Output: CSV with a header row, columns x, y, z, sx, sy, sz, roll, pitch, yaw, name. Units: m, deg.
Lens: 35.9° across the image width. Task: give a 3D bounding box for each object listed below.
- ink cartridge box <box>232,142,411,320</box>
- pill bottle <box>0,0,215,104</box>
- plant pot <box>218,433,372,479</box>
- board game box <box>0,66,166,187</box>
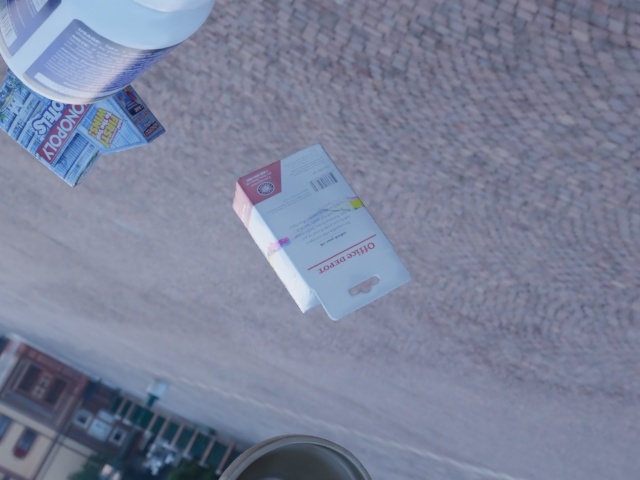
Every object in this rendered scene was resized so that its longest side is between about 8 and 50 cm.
x,y,z,sx,sy,sz,roll,pitch,yaw,name
0.000,0.000,1.117,0.198,0.115,0.067,56,157,18,ink cartridge box
-0.183,-0.226,0.875,0.153,0.153,0.265,33,155,-24,pill bottle
-0.049,0.361,1.256,0.237,0.237,0.110,33,163,-22,plant pot
-0.304,-0.158,1.240,0.194,0.194,0.060,41,-152,-3,board game box
